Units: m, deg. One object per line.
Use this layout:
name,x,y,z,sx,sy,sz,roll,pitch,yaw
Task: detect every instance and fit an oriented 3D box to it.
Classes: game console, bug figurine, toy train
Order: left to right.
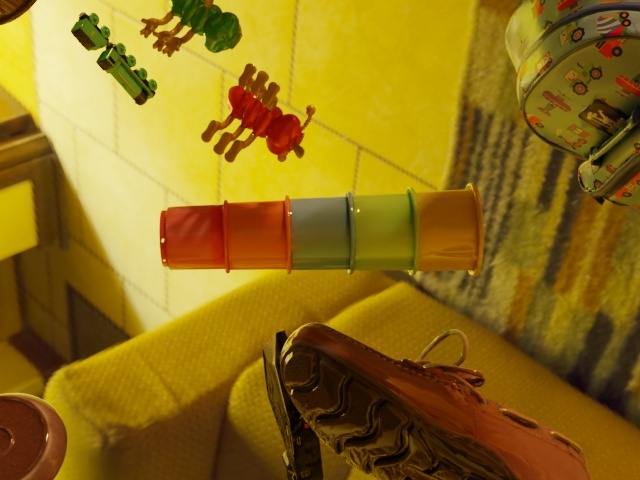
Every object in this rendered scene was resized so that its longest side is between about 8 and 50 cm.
toy train,-0.151,-0.132,0.714,0.017,0.024,0.083,-10,135,35
bug figurine,-0.036,-0.218,0.894,0.216,0.072,0.279,43,112,13
game console,-0.033,0.326,1.423,0.213,0.043,0.362,-119,22,-61

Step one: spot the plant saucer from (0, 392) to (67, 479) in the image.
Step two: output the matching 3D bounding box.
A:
plant saucer,-0.405,0.258,1.219,0.168,0.168,0.029,38,150,28

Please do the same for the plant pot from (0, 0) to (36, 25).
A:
plant pot,-0.338,-0.294,0.852,0.166,0.165,0.167,-7,79,35

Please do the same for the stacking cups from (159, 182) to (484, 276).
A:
stacking cups,0.000,0.000,0.975,0.096,0.316,0.096,176,90,-89

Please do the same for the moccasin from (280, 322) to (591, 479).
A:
moccasin,0.131,0.190,1.044,0.380,0.147,0.139,25,133,-7

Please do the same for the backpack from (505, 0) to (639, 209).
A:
backpack,0.201,-0.095,0.598,0.173,0.117,0.158,21,153,-13
